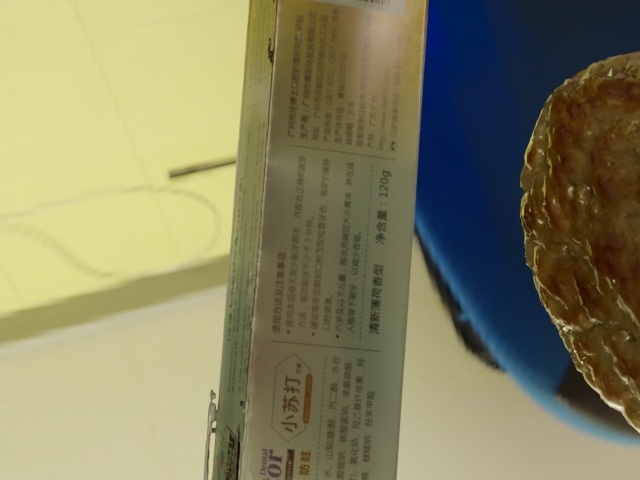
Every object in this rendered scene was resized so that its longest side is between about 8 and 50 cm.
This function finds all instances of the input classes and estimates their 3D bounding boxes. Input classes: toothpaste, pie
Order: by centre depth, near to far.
[{"bbox_3d":[0.157,0.008,0.708,0.079,0.193,0.163,-22,150,-20],"label":"pie"},{"bbox_3d":[0.000,0.000,0.830,0.089,0.312,0.071,7,172,-21],"label":"toothpaste"}]
